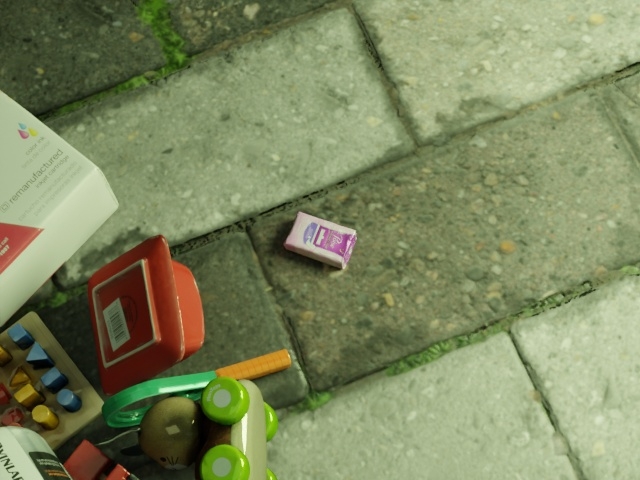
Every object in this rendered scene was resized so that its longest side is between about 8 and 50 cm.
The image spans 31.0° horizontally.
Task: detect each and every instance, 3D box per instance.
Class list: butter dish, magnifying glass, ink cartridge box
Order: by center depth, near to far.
[{"bbox_3d":[-0.147,0.175,1.376,0.231,0.092,0.026,-18,66,-14],"label":"magnifying glass"},{"bbox_3d":[-0.192,0.093,1.391,0.160,0.118,0.160,-28,66,36],"label":"butter dish"},{"bbox_3d":[-0.447,-0.076,1.456,0.306,0.131,0.226,37,76,14],"label":"ink cartridge box"}]

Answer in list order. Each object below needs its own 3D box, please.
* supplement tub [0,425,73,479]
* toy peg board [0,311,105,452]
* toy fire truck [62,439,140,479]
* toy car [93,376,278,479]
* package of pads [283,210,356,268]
[{"bbox_3d":[-0.303,0.369,1.224,0.193,0.193,0.316,-39,62,-11],"label":"supplement tub"},{"bbox_3d":[-0.372,0.184,1.382,0.160,0.079,0.161,-38,73,-10],"label":"toy peg board"},{"bbox_3d":[-0.210,0.301,1.315,0.192,0.135,0.047,39,74,1],"label":"toy fire truck"},{"bbox_3d":[-0.156,0.237,1.318,0.188,0.155,0.149,-6,69,11],"label":"toy car"},{"bbox_3d":[0.000,0.000,1.453,0.083,0.032,0.050,19,75,10],"label":"package of pads"}]
